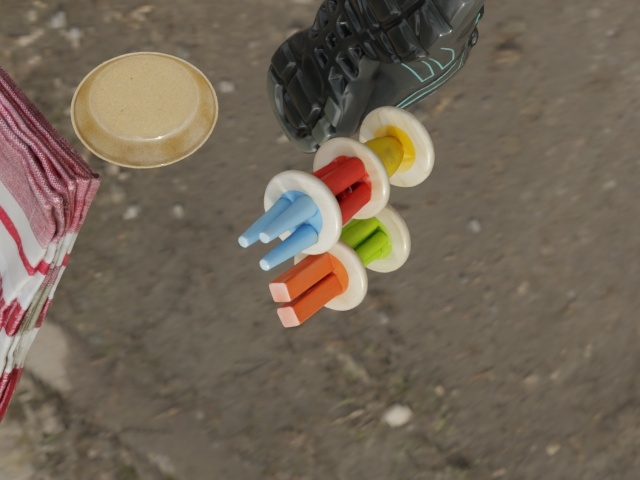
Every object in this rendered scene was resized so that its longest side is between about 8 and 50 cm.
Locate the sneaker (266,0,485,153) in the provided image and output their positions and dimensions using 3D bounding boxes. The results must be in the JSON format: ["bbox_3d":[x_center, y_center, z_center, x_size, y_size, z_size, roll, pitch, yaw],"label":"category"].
[{"bbox_3d":[0.055,-0.149,1.174,0.101,0.106,0.267,64,149,9],"label":"sneaker"}]

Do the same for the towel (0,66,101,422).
[{"bbox_3d":[-0.271,-0.017,1.208,0.237,0.037,0.329,46,139,15],"label":"towel"}]

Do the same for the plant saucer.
[{"bbox_3d":[-0.100,-0.077,1.035,0.083,0.015,0.083,-5,132,-5],"label":"plant saucer"}]

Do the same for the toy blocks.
[{"bbox_3d":[0.000,0.000,1.069,0.054,0.148,0.123,30,131,21],"label":"toy blocks"}]
